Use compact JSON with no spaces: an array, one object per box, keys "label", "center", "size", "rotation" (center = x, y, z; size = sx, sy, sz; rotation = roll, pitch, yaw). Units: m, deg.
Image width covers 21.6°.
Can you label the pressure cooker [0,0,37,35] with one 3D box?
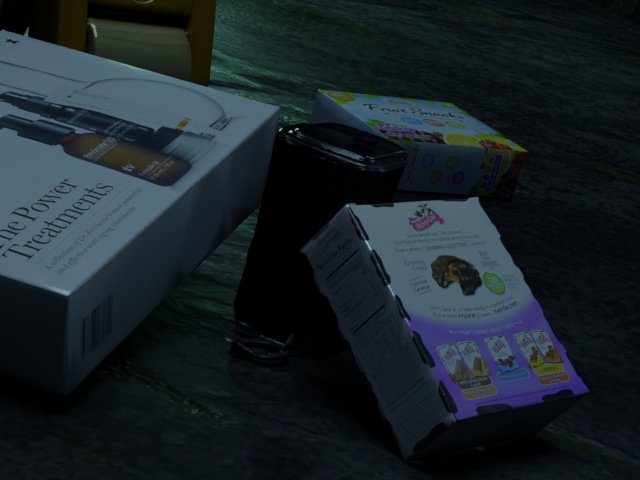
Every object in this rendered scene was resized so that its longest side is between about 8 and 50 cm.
[{"label":"pressure cooker","center":[-0.525,-0.383,1.832],"size":[0.421,0.375,0.370],"rotation":[7,23,-24]}]

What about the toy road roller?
[{"label":"toy road roller","center":[-0.264,-0.313,1.991],"size":[0.203,0.329,0.241],"rotation":[2,1,-35]}]

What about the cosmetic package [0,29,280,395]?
[{"label":"cosmetic package","center":[-0.237,-0.041,1.362],"size":[0.285,0.097,0.377],"rotation":[15,30,17]}]

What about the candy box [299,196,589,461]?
[{"label":"candy box","center":[0.098,0.065,1.335],"size":[0.165,0.070,0.196],"rotation":[-4,59,-44]}]

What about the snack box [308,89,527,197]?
[{"label":"snack box","center":[0.114,-0.118,2.031],"size":[0.207,0.070,0.174],"rotation":[5,21,-31]}]

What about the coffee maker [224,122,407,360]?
[{"label":"coffee maker","center":[0.000,0.000,1.422],"size":[0.120,0.178,0.171],"rotation":[14,18,-1]}]
